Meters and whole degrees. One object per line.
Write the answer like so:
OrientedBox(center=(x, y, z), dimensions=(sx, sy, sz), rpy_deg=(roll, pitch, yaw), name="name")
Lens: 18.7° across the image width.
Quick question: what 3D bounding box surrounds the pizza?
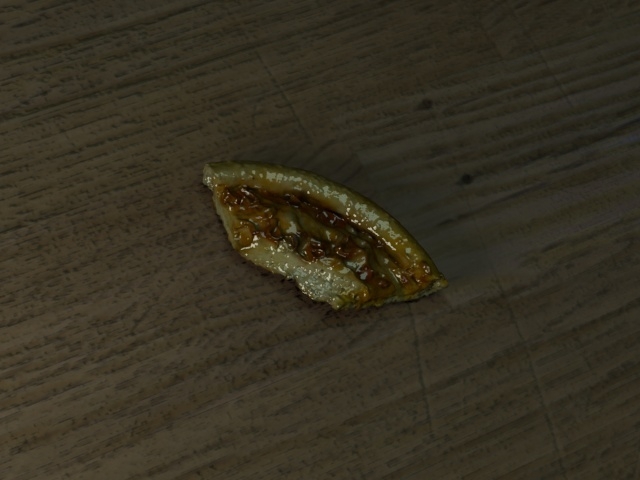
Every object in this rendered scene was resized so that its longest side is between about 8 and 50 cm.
OrientedBox(center=(-0.001, -0.006, 1.960), dimensions=(0.271, 0.056, 0.134), rpy_deg=(34, 48, 6), name="pizza")
